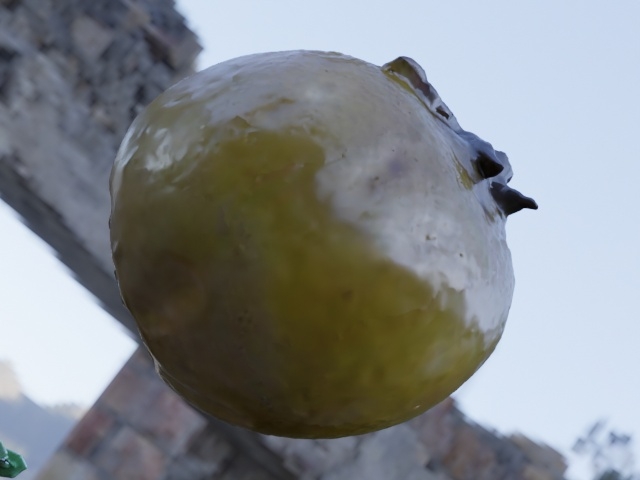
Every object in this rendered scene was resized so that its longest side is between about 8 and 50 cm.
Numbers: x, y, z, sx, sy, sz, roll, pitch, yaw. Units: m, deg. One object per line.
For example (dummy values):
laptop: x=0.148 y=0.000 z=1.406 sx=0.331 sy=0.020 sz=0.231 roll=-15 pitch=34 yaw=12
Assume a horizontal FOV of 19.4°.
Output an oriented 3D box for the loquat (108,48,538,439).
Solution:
loquat: x=0.000 y=0.000 z=1.062 sx=0.244 sy=0.244 sz=0.244 roll=35 pitch=-14 yaw=10

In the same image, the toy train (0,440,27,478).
toy train: x=-0.279 y=0.149 z=1.216 sx=0.081 sy=0.149 sz=0.099 roll=58 pitch=-5 yaw=16
